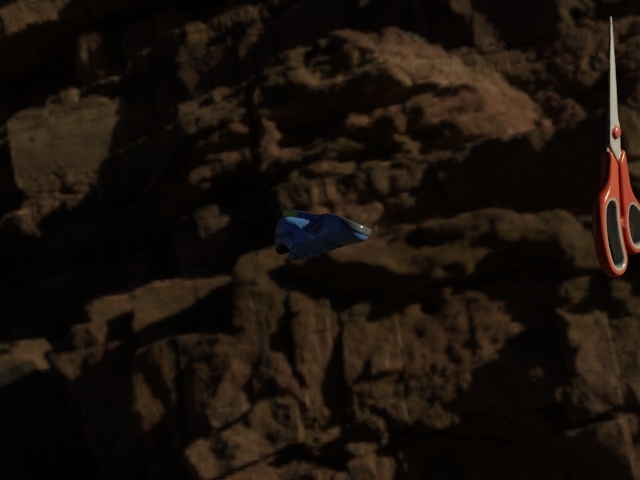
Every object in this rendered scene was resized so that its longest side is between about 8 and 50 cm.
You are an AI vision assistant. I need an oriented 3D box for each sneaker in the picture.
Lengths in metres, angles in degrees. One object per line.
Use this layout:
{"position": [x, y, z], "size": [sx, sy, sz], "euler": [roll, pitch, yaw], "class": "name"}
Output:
{"position": [0.000, 0.000, 1.422], "size": [0.069, 0.082, 0.209], "euler": [24, -11, -37], "class": "sneaker"}

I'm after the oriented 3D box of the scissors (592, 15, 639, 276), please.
{"position": [0.340, -0.107, 1.062], "size": [0.109, 0.297, 0.021], "euler": [-22, 16, -39], "class": "scissors"}
